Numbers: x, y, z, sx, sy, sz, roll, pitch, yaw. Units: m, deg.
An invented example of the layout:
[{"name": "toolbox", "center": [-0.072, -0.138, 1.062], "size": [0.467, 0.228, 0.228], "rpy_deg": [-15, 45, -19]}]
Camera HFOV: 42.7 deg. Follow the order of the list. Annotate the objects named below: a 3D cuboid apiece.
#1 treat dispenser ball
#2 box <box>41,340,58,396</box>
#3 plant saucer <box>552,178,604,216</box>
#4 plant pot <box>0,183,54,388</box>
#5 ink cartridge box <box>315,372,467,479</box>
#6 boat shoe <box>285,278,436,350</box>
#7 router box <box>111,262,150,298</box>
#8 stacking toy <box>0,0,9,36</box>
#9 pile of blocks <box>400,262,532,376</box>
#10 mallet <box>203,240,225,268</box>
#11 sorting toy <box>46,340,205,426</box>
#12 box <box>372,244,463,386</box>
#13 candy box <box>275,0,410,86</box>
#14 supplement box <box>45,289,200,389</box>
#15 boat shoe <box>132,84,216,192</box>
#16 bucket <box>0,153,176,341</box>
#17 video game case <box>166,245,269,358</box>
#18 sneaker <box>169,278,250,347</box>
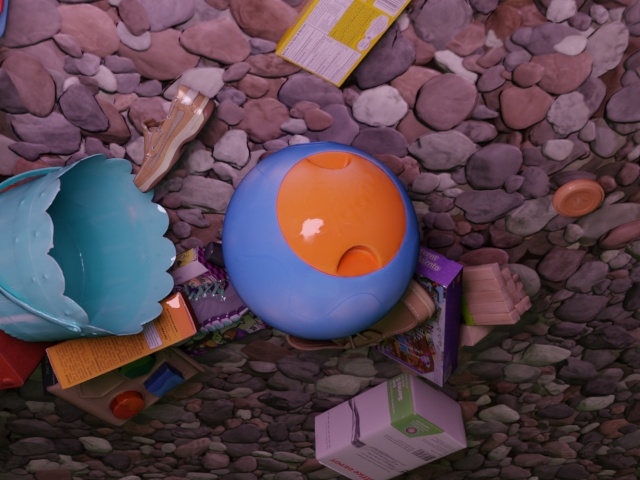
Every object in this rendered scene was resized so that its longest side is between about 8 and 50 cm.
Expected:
[{"name": "treat dispenser ball", "center": [0.000, 0.000, 1.194], "size": [0.288, 0.288, 0.288], "rpy_deg": [-1, 138, -1]}, {"name": "box", "center": [-0.447, 0.225, 1.568], "size": [0.158, 0.093, 0.156], "rpy_deg": [5, 137, -10]}, {"name": "plant saucer", "center": [0.424, -0.067, 1.345], "size": [0.083, 0.013, 0.083], "rpy_deg": [-2, 138, -2]}, {"name": "plant pot", "center": [-0.571, 0.100, 1.317], "size": [0.267, 0.236, 0.267], "rpy_deg": [-7, 138, 6]}, {"name": "ink cartridge box", "center": [0.149, 0.419, 1.795], "size": [0.272, 0.115, 0.198], "rpy_deg": [-31, 130, 28]}, {"name": "boat shoe", "center": [0.060, 0.136, 1.375], "size": [0.122, 0.110, 0.341], "rpy_deg": [51, 149, -11]}, {"name": "router box", "center": [-0.311, 0.053, 1.360], "size": [0.092, 0.123, 0.038], "rpy_deg": [-22, 141, 20]}, {"name": "stacking toy", "center": [-0.455, -0.232, 0.902], "size": [0.165, 0.302, 0.175], "rpy_deg": [13, 137, -17]}, {"name": "pile of blocks", "center": [0.256, 0.130, 1.509], "size": [0.112, 0.149, 0.362], "rpy_deg": [-29, 166, -38]}, {"name": "mallet", "center": [-0.136, -0.022, 1.355], "size": [0.062, 0.039, 0.190], "rpy_deg": [14, 132, -22]}, {"name": "sorting toy", "center": [-0.370, 0.239, 1.481], "size": [0.229, 0.041, 0.307], "rpy_deg": [-31, 142, 5]}, {"name": "box", "center": [0.143, 0.110, 1.414], "size": [0.200, 0.057, 0.293], "rpy_deg": [27, 147, 27]}, {"name": "candy box", "center": [0.039, -0.296, 1.061], "size": [0.105, 0.027, 0.206], "rpy_deg": [25, 131, -24]}, {"name": "supplement box", "center": [-0.319, 0.160, 1.332], "size": [0.233, 0.080, 0.078], "rpy_deg": [-25, -178, -4]}, {"name": "boat shoe", "center": [-0.230, -0.151, 1.191], "size": [0.072, 0.068, 0.190], "rpy_deg": [33, 118, -18]}, {"name": "bucket", "center": [-0.368, 0.019, 1.215], "size": [0.183, 0.281, 0.281], "rpy_deg": [-13, 138, 24]}, {"name": "video game case", "center": [-0.239, 0.123, 1.501], "size": [0.210, 0.042, 0.232], "rpy_deg": [-23, 134, 20]}, {"name": "sneaker", "center": [-0.201, 0.103, 1.396], "size": [0.223, 0.083, 0.098], "rpy_deg": [-29, 121, 17]}]
